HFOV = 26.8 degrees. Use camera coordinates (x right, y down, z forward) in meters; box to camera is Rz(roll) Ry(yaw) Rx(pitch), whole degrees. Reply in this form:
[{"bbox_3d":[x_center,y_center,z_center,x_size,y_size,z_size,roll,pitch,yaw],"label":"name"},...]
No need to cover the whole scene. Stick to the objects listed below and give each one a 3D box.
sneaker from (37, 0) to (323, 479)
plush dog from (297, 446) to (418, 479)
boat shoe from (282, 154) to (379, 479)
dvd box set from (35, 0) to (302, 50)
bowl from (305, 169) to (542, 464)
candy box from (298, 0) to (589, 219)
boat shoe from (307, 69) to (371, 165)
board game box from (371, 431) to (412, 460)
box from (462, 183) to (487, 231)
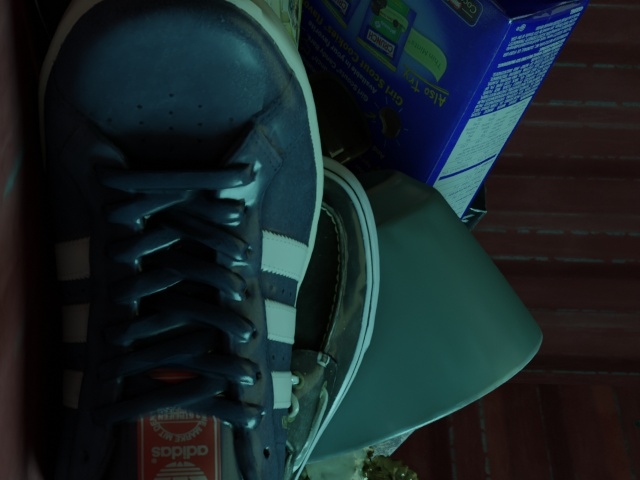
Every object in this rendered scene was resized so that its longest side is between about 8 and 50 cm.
[{"bbox_3d":[-0.063,0.051,0.609,0.148,0.131,0.350,-94,-176,-51],"label":"sneaker"},{"bbox_3d":[-0.044,0.237,1.324,0.225,0.210,0.263,-40,-140,55],"label":"plush dog"},{"bbox_3d":[-0.042,0.107,0.871,0.119,0.121,0.335,-42,148,-84],"label":"boat shoe"},{"bbox_3d":[-0.065,-0.193,0.792,0.308,0.062,0.420,75,15,-53],"label":"dvd box set"},{"bbox_3d":[0.005,0.046,1.068,0.311,0.311,0.163,-82,154,-81],"label":"bowl"},{"bbox_3d":[0.054,-0.166,1.207,0.268,0.122,0.317,49,-44,24],"label":"candy box"},{"bbox_3d":[-0.057,-0.065,1.033,0.111,0.104,0.307,64,22,7],"label":"boat shoe"},{"bbox_3d":[0.015,0.226,1.858,0.232,0.141,0.291,-47,-172,12],"label":"board game box"},{"bbox_3d":[0.041,-0.165,1.520,0.073,0.293,0.296,128,-29,-47],"label":"box"}]
